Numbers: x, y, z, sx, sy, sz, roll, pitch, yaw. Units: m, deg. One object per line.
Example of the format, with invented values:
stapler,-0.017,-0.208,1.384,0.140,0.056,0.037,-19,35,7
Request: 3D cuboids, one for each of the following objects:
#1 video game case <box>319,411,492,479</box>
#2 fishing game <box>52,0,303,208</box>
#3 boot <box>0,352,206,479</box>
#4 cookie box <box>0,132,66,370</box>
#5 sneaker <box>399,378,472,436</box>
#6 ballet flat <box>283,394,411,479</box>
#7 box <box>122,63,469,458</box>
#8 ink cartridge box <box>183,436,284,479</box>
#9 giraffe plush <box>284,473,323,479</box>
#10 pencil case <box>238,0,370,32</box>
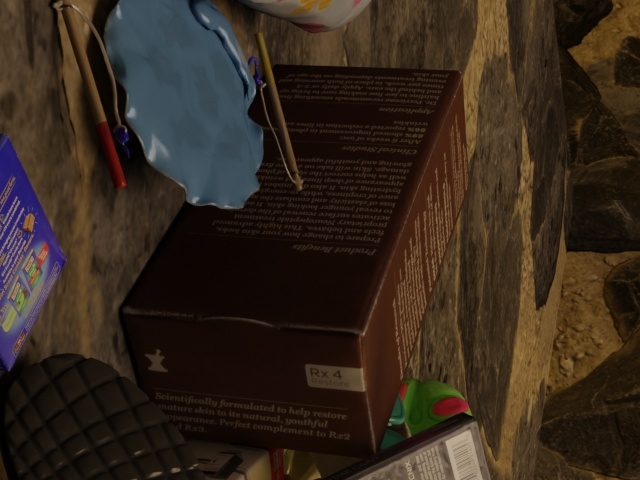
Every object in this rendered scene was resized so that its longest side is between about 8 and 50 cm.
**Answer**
video game case,0.023,0.269,1.008,0.274,0.026,0.196,-21,105,-24
fishing game,-0.102,-0.109,0.997,0.264,0.041,0.189,-12,84,-63
boot,-0.134,0.260,0.874,0.118,0.338,0.223,-17,157,-40
cookie box,-0.195,0.006,0.782,0.107,0.040,0.092,76,25,-45
sneaker,0.108,0.410,1.610,0.202,0.185,0.483,66,36,-60
ballet flat,0.024,0.204,1.254,0.400,0.139,0.139,-129,-148,-63
box,0.000,0.000,1.156,0.381,0.191,0.143,-63,152,-51
ink cartridge box,-0.096,0.192,1.040,0.135,0.099,0.056,-33,124,-69
giraffe plush,-0.047,0.288,1.126,0.210,0.181,0.170,93,-3,-62
pencil case,-0.037,-0.244,1.105,0.113,0.124,0.273,-46,169,14
